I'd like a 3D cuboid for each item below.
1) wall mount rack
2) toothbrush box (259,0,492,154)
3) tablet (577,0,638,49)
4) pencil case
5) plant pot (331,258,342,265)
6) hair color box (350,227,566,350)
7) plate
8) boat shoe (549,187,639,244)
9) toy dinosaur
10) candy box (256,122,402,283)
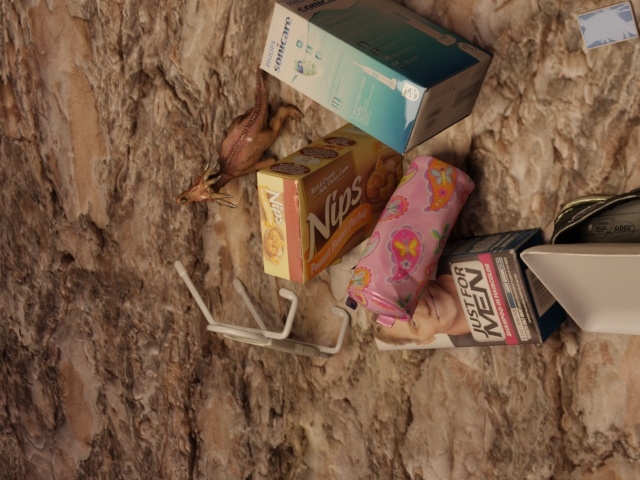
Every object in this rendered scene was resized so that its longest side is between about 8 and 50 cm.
[{"bbox_3d":[-0.124,0.141,2.004,0.304,0.350,0.131,9,82,32],"label":"wall mount rack"},{"bbox_3d":[0.087,-0.288,1.619,0.295,0.216,0.126,34,130,20],"label":"toothbrush box"},{"bbox_3d":[0.420,-0.314,1.479,0.083,0.006,0.054,-9,106,41],"label":"tablet"},{"bbox_3d":[0.150,0.000,1.683,0.124,0.284,0.124,24,166,7],"label":"pencil case"},{"bbox_3d":[0.000,0.000,1.915,0.095,0.134,0.134,14,124,4],"label":"plant pot"},{"bbox_3d":[0.236,0.093,1.775,0.347,0.105,0.174,-9,106,42],"label":"hair color box"},{"bbox_3d":[0.480,0.071,1.523,0.277,0.045,0.278,1,152,39],"label":"plate"},{"bbox_3d":[0.494,-0.021,1.498,0.340,0.113,0.127,0,113,39],"label":"boat shoe"},{"bbox_3d":[-0.149,-0.170,1.883,0.127,0.200,0.296,37,130,18],"label":"toy dinosaur"},{"bbox_3d":[0.025,-0.077,1.710,0.087,0.316,0.183,14,120,33],"label":"candy box"}]
